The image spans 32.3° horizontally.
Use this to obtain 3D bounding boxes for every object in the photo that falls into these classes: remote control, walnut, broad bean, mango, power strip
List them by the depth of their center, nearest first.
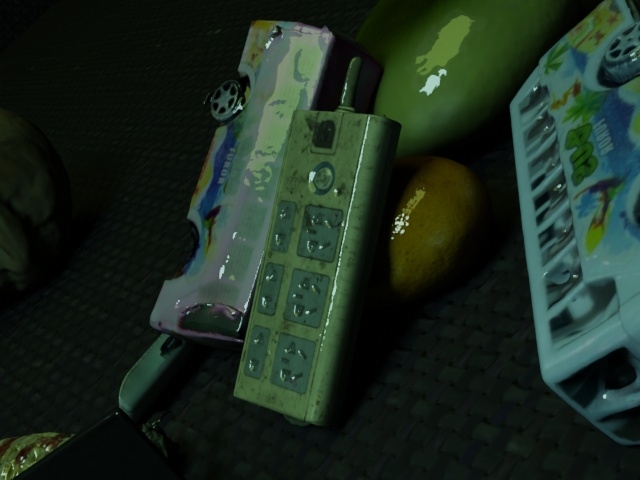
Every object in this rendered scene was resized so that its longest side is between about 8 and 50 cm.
[{"bbox_3d":[0.000,0.000,0.787,0.092,0.034,0.267,11,89,45],"label":"power strip"},{"bbox_3d":[0.052,-0.002,0.829,0.165,0.089,0.115,-26,38,32],"label":"mango"},{"bbox_3d":[-0.120,0.088,0.959,0.166,0.029,0.065,-51,-10,-26],"label":"remote control"},{"bbox_3d":[0.120,-0.182,0.981,0.238,0.119,0.291,-18,34,37],"label":"broad bean"},{"bbox_3d":[-0.425,-0.044,1.336,0.248,0.248,0.248,-31,27,18],"label":"walnut"}]

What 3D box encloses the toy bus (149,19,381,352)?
[{"bbox_3d":[-0.045,-0.041,0.903,0.112,0.090,0.274,12,83,44],"label":"toy bus"}]

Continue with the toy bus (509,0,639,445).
[{"bbox_3d":[0.191,-0.025,0.661,0.136,0.109,0.329,-37,24,27],"label":"toy bus"}]

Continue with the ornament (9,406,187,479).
[{"bbox_3d":[-0.143,0.169,0.769,0.166,0.153,0.196,-34,17,10],"label":"ornament"}]

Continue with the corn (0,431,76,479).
[{"bbox_3d":[-0.280,0.215,0.916,0.290,0.098,0.098,-16,34,33],"label":"corn"}]
